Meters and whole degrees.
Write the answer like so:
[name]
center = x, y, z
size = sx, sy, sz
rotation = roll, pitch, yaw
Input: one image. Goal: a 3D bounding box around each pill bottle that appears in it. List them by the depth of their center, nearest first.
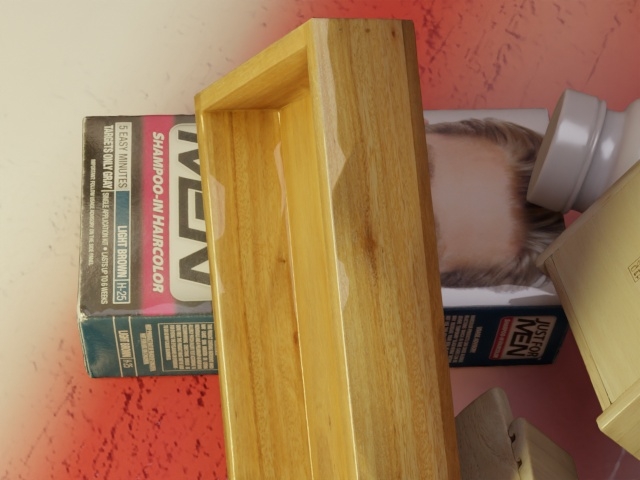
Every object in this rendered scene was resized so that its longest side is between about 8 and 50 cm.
[pill bottle]
center = 0.244, -0.036, 1.117
size = 0.187, 0.112, 0.112
rotation = 18, 61, 2

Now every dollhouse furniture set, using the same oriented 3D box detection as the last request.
[dollhouse furniture set]
center = 0.273, 0.131, 1.032
size = 0.303, 0.286, 0.198
rotation = 38, 19, -20

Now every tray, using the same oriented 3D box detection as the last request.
[tray]
center = 0.006, 0.089, 0.993
size = 0.076, 0.203, 0.410
rotation = -4, 83, -25

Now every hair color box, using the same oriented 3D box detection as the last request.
[hair color box]
center = 0.000, 0.000, 1.188
size = 0.347, 0.105, 0.174
rotation = -1, 60, -4
